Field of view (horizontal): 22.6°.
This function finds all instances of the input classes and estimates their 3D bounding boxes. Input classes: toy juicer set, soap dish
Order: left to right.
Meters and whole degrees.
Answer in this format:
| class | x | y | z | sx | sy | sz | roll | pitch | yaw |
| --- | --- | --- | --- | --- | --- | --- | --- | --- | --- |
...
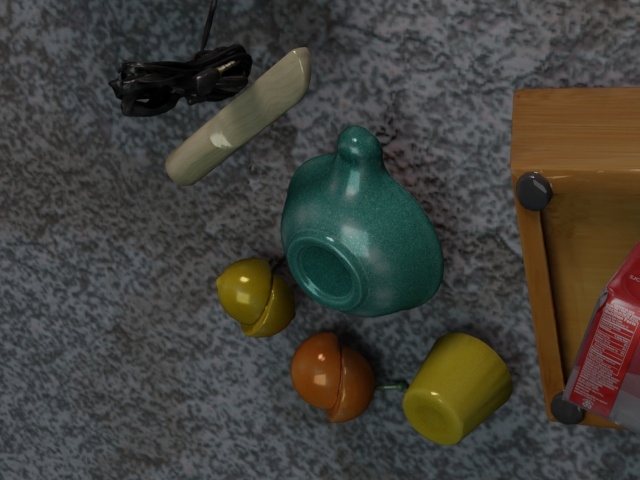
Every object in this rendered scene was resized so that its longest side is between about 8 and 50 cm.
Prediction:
| class | x | y | z | sx | sy | sz | roll | pitch | yaw |
| --- | --- | --- | --- | --- | --- | --- | --- | --- | --- |
| toy juicer set | 0.000 | 0.000 | 1.179 | 0.209 | 0.089 | 0.329 | -3 | 123 | 45 |
| soap dish | 0.260 | 0.021 | 1.000 | 0.290 | 0.118 | 0.229 | 3 | 116 | 30 |

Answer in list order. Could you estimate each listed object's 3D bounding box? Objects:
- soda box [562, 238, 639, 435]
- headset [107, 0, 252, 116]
| class | x | y | z | sx | sy | sz | roll | pitch | yaw |
| --- | --- | --- | --- | --- | --- | --- | --- | --- | --- |
| soda box | 0.277 | 0.094 | 0.892 | 0.263 | 0.092 | 0.083 | 26 | 126 | 17 |
| headset | -0.135 | -0.277 | 1.043 | 0.243 | 0.185 | 0.394 | -18 | 93 | 38 |
